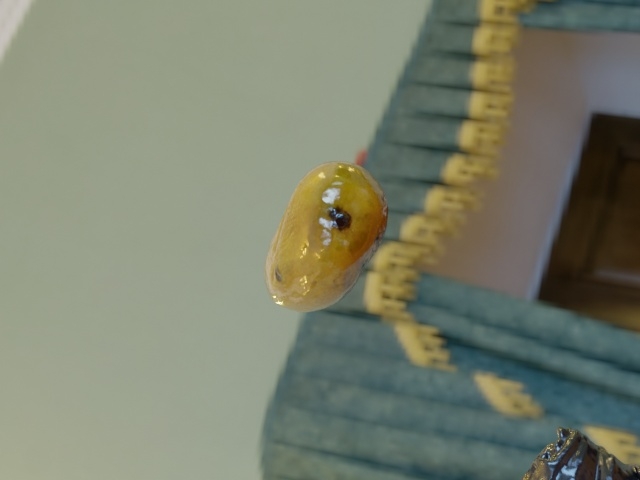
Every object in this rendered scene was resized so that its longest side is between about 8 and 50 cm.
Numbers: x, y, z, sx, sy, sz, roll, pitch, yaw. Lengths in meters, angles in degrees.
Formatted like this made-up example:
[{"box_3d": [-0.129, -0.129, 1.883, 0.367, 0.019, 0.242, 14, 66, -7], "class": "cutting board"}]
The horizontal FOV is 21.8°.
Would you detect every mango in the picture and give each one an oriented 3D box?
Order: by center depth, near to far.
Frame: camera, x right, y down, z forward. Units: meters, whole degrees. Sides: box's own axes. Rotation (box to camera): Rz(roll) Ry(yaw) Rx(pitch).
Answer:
[{"box_3d": [0.005, 0.001, 1.809, 0.262, 0.109, 0.157, 127, 160, -73], "class": "mango"}]

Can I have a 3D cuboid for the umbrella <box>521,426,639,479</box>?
[{"box_3d": [0.271, 0.253, 1.130, 0.090, 0.326, 0.094, -46, -16, -12], "class": "umbrella"}]
